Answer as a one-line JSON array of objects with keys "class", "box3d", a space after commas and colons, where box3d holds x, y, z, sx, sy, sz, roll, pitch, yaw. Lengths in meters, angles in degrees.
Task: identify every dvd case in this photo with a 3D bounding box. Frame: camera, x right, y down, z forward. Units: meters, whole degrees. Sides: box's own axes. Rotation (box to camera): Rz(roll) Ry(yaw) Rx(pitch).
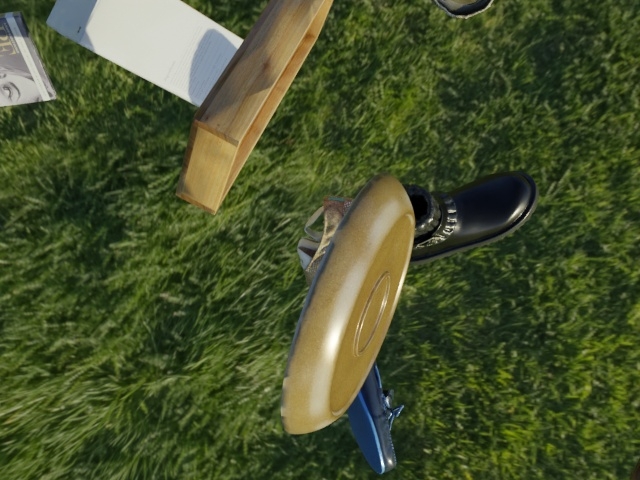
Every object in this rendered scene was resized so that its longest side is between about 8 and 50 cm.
[{"class": "dvd case", "box3d": [-0.568, -0.284, 1.228, 0.221, 0.165, 0.018, -8, 49, -1]}]

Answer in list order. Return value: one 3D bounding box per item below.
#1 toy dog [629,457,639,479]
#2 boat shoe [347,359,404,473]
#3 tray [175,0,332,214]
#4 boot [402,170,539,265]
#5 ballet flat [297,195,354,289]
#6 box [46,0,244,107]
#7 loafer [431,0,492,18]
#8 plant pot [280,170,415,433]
[{"class": "toy dog", "box3d": [0.124, 0.261, 0.335, 0.408, 0.284, 0.395, -36, 110, -1]}, {"class": "boat shoe", "box3d": [0.099, 0.283, 1.349, 0.089, 0.109, 0.258, -14, 89, -26]}, {"class": "tray", "box3d": [-0.084, -0.256, 1.133, 0.076, 0.203, 0.411, 27, 60, -3]}, {"class": "boot", "box3d": [0.256, -0.066, 1.509, 0.348, 0.260, 0.131, -28, 62, 14]}, {"class": "ballet flat", "box3d": [0.000, 0.000, 1.259, 0.067, 0.206, 0.073, 22, 38, -4]}, {"class": "box", "box3d": [-0.337, -0.412, 1.528, 0.345, 0.215, 0.168, 23, 98, -42]}, {"class": "loafer", "box3d": [0.140, -0.300, 0.723, 0.094, 0.251, 0.087, -14, 61, 4]}, {"class": "plant pot", "box3d": [0.033, 0.058, 0.642, 0.032, 0.236, 0.236, 19, 75, 16]}]
